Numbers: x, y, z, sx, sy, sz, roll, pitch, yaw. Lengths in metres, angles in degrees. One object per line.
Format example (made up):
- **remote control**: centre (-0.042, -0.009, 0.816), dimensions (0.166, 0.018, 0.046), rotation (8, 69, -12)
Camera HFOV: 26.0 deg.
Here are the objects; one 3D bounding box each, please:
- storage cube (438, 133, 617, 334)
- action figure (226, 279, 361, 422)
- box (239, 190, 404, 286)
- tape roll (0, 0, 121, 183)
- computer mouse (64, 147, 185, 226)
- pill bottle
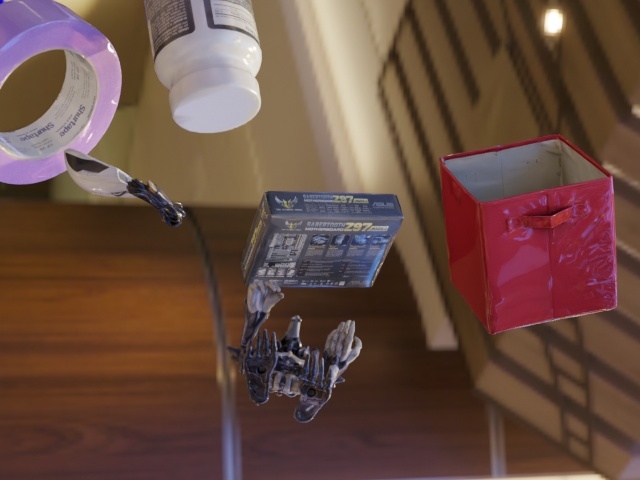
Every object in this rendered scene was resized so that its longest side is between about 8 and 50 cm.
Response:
- **storage cube**: centre (0.276, -0.011, 1.858), dimensions (0.215, 0.184, 0.193), rotation (-120, -160, -64)
- **action figure**: centre (-0.033, 0.138, 1.749), dimensions (0.275, 0.164, 0.141), rotation (-112, -137, -85)
- **box**: centre (0.000, 0.000, 2.280), dimensions (0.183, 0.233, 0.059), rotation (112, -30, -46)
- **tape roll**: centre (-0.439, -0.225, 2.099), dimensions (0.090, 0.275, 0.274), rotation (39, -49, 35)
- **computer mouse**: centre (-0.281, -0.073, 1.889), dimensions (0.193, 0.106, 0.042), rotation (22, -99, 32)
- **pill bottle**: centre (-0.175, -0.311, 2.064), dimensions (0.162, 0.162, 0.278), rotation (121, -37, -58)
